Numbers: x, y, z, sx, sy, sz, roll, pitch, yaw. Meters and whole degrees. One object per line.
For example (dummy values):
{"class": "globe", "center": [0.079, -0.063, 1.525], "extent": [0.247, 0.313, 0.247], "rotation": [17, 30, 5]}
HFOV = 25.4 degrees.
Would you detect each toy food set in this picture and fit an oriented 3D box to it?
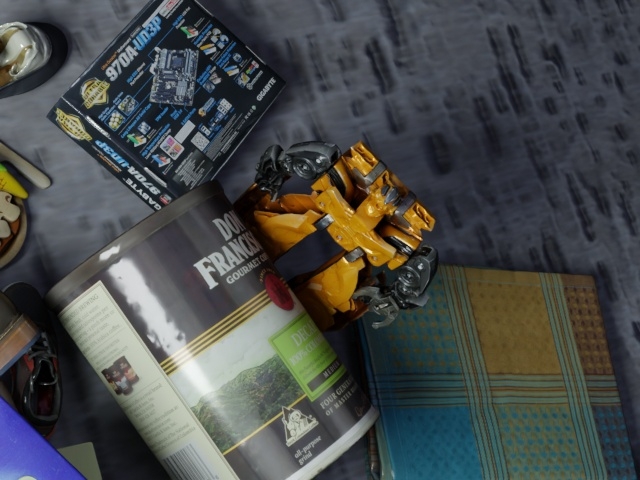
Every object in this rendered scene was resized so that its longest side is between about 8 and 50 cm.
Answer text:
{"class": "toy food set", "center": [-0.343, -0.029, 1.364], "extent": [0.132, 0.038, 0.192], "rotation": [35, 55, -14]}

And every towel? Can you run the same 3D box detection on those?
{"class": "towel", "center": [0.194, 0.156, 1.621], "extent": [0.370, 0.040, 0.271], "rotation": [4, 68, -33]}

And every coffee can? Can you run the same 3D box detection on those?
{"class": "coffee can", "center": [-0.103, 0.110, 1.351], "extent": [0.201, 0.201, 0.275], "rotation": [-35, 91, -38]}

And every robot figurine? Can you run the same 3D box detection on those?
{"class": "robot figurine", "center": [0.000, 0.000, 1.407], "extent": [0.211, 0.291, 0.085], "rotation": [46, 53, -7]}

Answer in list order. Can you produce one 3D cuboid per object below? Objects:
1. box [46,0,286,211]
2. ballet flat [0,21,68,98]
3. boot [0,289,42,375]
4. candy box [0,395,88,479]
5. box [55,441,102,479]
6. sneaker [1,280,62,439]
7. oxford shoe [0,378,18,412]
{"class": "box", "center": [-0.160, -0.152, 1.526], "extent": [0.175, 0.051, 0.220], "rotation": [41, 54, -10]}
{"class": "ballet flat", "center": [-0.324, -0.177, 1.423], "extent": [0.203, 0.074, 0.074], "rotation": [-33, 88, -38]}
{"class": "boot", "center": [-0.341, 0.106, 1.171], "extent": [0.106, 0.082, 0.219], "rotation": [52, 52, -11]}
{"class": "candy box", "center": [-0.240, 0.322, 1.074], "extent": [0.317, 0.122, 0.268], "rotation": [46, 52, -5]}
{"class": "box", "center": [-0.292, 0.308, 1.197], "extent": [0.243, 0.117, 0.214], "rotation": [-10, 75, -34]}
{"class": "sneaker", "center": [-0.265, 0.108, 1.335], "extent": [0.061, 0.065, 0.158], "rotation": [-3, 71, -33]}
{"class": "oxford shoe", "center": [-0.398, 0.061, 1.229], "extent": [0.363, 0.132, 0.130], "rotation": [42, 53, -11]}
